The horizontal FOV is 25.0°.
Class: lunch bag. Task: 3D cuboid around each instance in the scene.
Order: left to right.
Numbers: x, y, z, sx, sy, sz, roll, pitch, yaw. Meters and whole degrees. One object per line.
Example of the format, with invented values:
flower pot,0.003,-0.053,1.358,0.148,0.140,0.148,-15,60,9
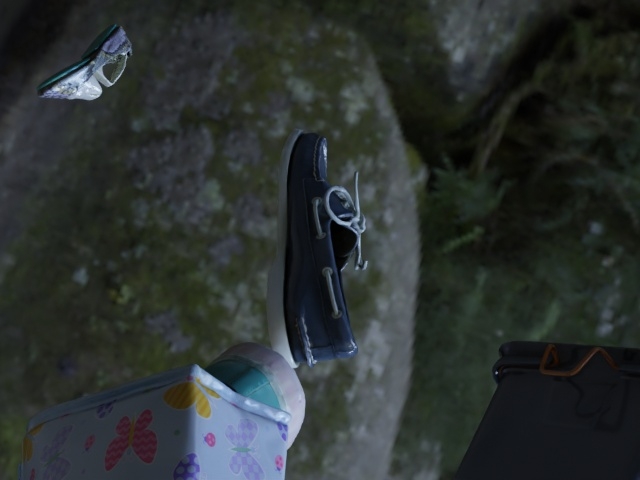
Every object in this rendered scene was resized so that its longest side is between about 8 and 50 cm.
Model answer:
lunch bag,-0.052,0.079,0.391,0.053,0.083,0.071,35,47,-43

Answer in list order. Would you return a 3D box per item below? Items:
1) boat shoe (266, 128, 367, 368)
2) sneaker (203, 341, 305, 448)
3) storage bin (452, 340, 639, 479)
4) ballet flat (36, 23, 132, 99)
boat shoe,0.000,0.000,1.268,0.254,0.079,0.095,-87,167,-45
sneaker,-0.124,0.203,1.032,0.121,0.108,0.302,-26,150,-55
storage bin,0.135,0.111,0.744,0.091,0.135,0.098,-54,126,-32
ballet flat,-0.191,-0.141,1.209,0.114,0.041,0.041,-52,164,-45
